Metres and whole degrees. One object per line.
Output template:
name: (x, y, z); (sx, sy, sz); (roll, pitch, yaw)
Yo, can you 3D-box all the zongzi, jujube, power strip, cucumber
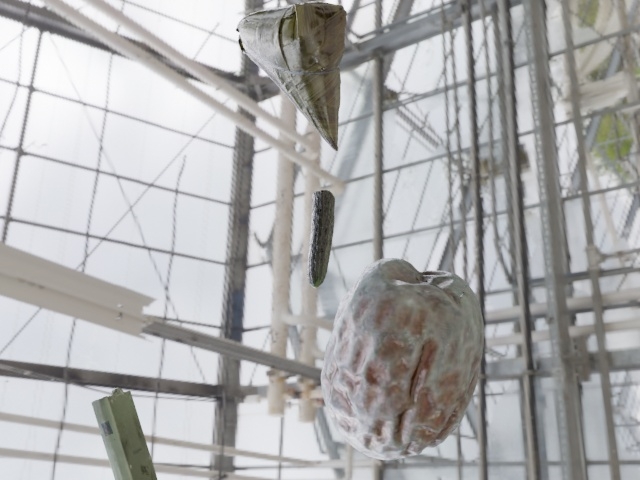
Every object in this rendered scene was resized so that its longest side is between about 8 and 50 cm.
zongzi: (-0.057, -0.339, 1.559); (0.138, 0.286, 0.300); (-20, -70, -32)
jujube: (0.112, 0.180, 1.095); (0.246, 0.215, 0.308); (-95, 15, -68)
power strip: (-0.173, 0.202, 0.674); (0.051, 0.019, 0.136); (22, -132, -79)
cucumber: (0.000, 0.000, 1.589); (0.058, 0.052, 0.214); (49, -137, -68)
